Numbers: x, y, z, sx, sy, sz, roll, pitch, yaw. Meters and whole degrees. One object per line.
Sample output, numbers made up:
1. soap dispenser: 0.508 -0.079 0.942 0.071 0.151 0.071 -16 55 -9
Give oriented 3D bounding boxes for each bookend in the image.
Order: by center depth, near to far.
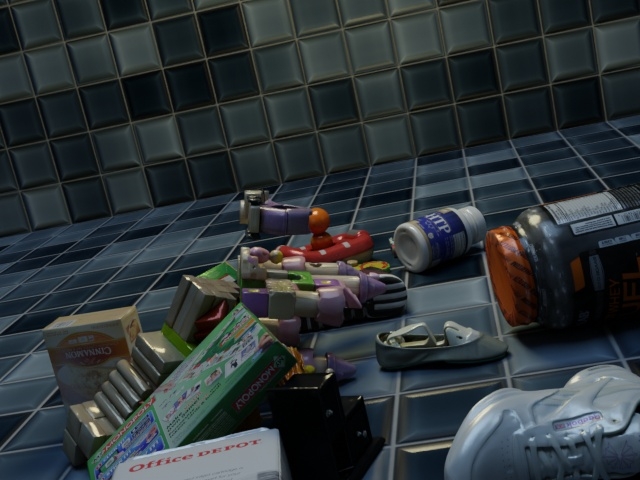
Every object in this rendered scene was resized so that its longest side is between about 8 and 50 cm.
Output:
1. bookend: 0.011 0.228 1.182 0.072 0.156 0.157 -6 14 25

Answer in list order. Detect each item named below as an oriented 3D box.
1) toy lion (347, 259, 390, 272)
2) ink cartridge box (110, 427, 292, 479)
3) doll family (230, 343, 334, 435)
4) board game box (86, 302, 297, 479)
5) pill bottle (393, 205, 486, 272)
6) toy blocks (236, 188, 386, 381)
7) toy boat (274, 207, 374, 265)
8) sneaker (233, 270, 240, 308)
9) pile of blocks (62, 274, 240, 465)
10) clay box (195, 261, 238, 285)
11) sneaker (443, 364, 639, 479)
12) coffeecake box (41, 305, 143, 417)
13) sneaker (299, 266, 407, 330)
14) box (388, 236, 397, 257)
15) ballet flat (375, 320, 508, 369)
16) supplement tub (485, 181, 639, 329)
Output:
1. toy lion: 0.104 0.067 2.020 0.096 0.034 0.100 -2 16 10
2. ink cartridge box: -0.127 0.329 0.980 0.207 0.117 0.283 -13 14 0
3. doll family: -0.101 0.220 1.317 0.263 0.118 0.163 -27 26 -18
4. board game box: -0.180 0.234 1.236 0.317 0.046 0.213 -46 19 -5
5. pill bottle: 0.263 -0.009 2.002 0.187 0.112 0.112 -20 16 -28
6. toy blocks: -0.007 0.067 1.556 0.260 0.308 0.288 2 12 -7
7. toy boat: 0.000 0.000 2.103 0.231 0.151 0.151 -18 11 -23
8. sneaker: -0.155 0.113 1.956 0.215 0.084 0.083 -8 19 16
9. pile of blocks: -0.232 0.218 1.400 0.362 0.149 0.113 -49 49 -4
10. clay box: -0.233 0.153 1.712 0.053 0.222 0.127 38 36 18
11. sneaker: 0.283 0.221 1.049 0.305 0.114 0.152 -18 14 -22
12. coffeecake box: -0.354 0.212 1.507 0.142 0.185 0.068 -9 13 14
13. sneaker: 0.030 0.107 1.810 0.281 0.106 0.162 -2 9 6
14. box: 0.231 0.003 2.158 0.137 0.027 0.094 -12 15 1
15. ballet flat: 0.189 0.162 1.470 0.213 0.068 0.072 -8 15 17
16. supplement tub: 0.454 0.025 1.494 0.338 0.207 0.207 -13 14 -1
